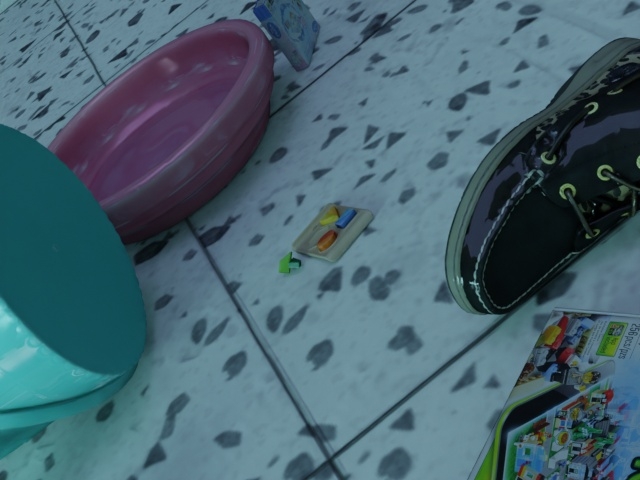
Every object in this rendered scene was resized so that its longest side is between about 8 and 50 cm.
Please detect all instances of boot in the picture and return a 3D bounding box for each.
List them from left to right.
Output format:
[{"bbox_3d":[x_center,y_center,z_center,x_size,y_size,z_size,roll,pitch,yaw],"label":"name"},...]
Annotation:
[{"bbox_3d":[0.201,-0.035,0.589,0.236,0.085,0.179,-48,35,-17],"label":"boot"}]

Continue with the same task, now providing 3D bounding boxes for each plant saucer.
[{"bbox_3d":[-0.181,-0.112,1.081,0.332,0.084,0.332,-27,33,19],"label":"plant saucer"}]

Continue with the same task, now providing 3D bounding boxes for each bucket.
[{"bbox_3d":[-0.289,0.049,0.812,0.183,0.281,0.281,-29,32,14],"label":"bucket"}]

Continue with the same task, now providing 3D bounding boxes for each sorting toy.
[{"bbox_3d":[0.000,0.000,0.817,0.083,0.012,0.062,-49,33,-18],"label":"sorting toy"}]

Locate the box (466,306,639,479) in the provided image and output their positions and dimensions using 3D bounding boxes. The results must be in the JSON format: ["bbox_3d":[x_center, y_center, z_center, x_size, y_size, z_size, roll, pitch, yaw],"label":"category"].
[{"bbox_3d":[0.134,0.127,0.491,0.114,0.036,0.207,1,48,46],"label":"box"}]

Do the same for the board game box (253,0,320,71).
[{"bbox_3d":[-0.038,-0.256,1.115,0.020,0.090,0.090,-22,34,28],"label":"board game box"}]
